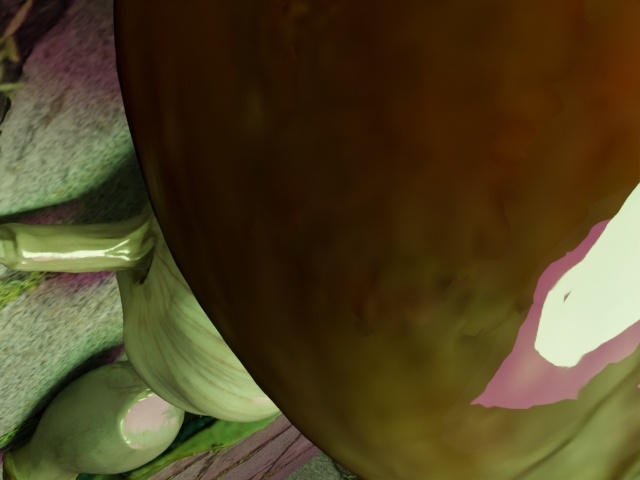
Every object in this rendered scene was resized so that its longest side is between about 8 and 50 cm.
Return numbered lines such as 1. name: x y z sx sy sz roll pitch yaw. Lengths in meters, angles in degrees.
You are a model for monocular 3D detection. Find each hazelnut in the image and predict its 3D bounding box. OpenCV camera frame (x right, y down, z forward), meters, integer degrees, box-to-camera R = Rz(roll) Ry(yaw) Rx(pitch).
1. hazelnut: 0.075 -0.063 0.519 0.316 0.372 0.372 -2 -174 29

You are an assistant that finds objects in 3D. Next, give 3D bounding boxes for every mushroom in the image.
1. mushroom: -0.192 0.165 1.057 0.212 0.097 0.088 -31 131 30

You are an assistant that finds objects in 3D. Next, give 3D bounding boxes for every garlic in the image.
1. garlic: -0.099 0.012 0.759 0.226 0.199 0.199 9 141 -28

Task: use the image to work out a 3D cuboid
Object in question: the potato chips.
1. potato chips: -0.125 0.171 1.259 0.429 0.070 0.358 -36 -178 6
